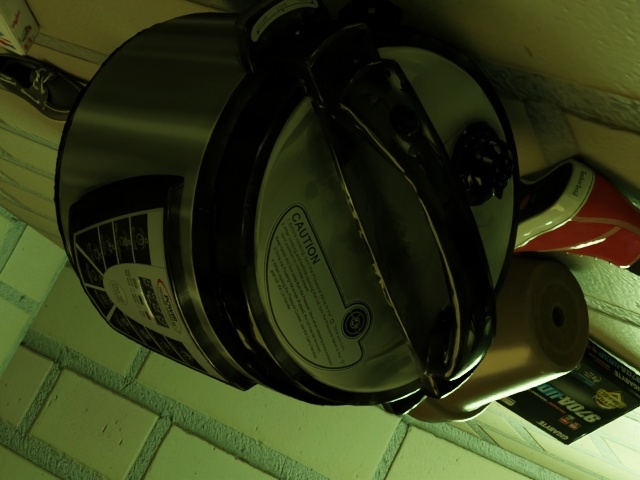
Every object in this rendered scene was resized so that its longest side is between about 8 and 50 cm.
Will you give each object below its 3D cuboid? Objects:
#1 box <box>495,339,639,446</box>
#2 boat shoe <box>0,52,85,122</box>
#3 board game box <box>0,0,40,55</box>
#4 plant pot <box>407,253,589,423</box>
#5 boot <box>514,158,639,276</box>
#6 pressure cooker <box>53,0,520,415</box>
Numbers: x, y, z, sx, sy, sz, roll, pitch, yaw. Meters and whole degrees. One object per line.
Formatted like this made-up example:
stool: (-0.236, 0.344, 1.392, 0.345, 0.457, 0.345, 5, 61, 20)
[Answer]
box: (0.387, 0.230, 1.978, 0.220, 0.051, 0.175, 34, 128, -26)
boat shoe: (-0.451, -0.248, 1.978, 0.206, 0.075, 0.065, 27, 173, 29)
board game box: (-0.501, -0.360, 1.648, 0.193, 0.053, 0.305, 26, 168, 4)
plant pot: (0.229, 0.110, 1.669, 0.229, 0.263, 0.263, -12, 143, 43)
boot: (0.288, 0.000, 1.354, 0.176, 0.088, 0.244, 28, 165, -12)
pressure cooker: (-0.014, -0.041, 1.184, 0.370, 0.375, 0.420, 18, 178, -42)
